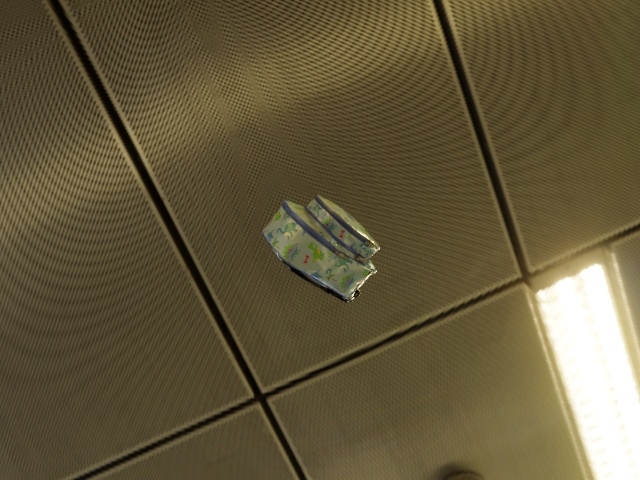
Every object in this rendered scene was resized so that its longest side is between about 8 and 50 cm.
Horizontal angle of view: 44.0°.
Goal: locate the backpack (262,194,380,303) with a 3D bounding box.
[{"bbox_3d":[0.000,0.000,0.875,0.114,0.105,0.084,28,-78,-37],"label":"backpack"}]
